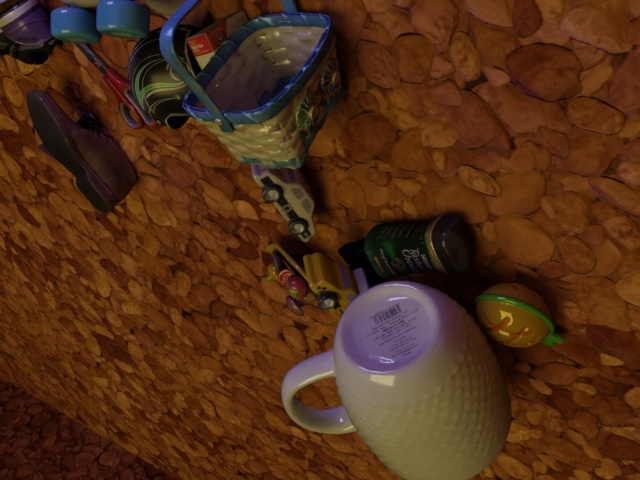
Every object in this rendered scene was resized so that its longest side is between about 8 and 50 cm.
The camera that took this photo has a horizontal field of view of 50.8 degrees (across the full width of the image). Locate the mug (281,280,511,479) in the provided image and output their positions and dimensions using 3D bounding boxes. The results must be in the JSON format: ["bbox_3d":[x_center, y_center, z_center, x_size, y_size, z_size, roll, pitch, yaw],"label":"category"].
[{"bbox_3d":[0.116,0.241,1.155,0.374,0.276,0.328,-18,138,12],"label":"mug"}]

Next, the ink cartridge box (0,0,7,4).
[{"bbox_3d":[-0.784,-0.493,1.392,0.353,0.207,0.119,-1,126,40],"label":"ink cartridge box"}]

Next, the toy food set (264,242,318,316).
[{"bbox_3d":[-0.057,0.091,1.356,0.218,0.071,0.128,42,170,47],"label":"toy food set"}]

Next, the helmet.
[{"bbox_3d":[-0.253,-0.284,1.173,0.161,0.169,0.169,-11,119,28],"label":"helmet"}]

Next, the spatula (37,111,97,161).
[{"bbox_3d":[-0.597,-0.243,1.605,0.084,0.030,0.296,34,144,-27],"label":"spatula"}]

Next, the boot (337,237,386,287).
[{"bbox_3d":[0.093,0.047,1.282,0.121,0.045,0.099,-14,114,55],"label":"boot"}]

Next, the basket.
[{"bbox_3d":[-0.091,-0.267,0.987,0.201,0.255,0.289,8,149,38],"label":"basket"}]

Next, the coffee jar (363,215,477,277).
[{"bbox_3d":[0.170,0.012,1.155,0.184,0.079,0.096,-8,120,44],"label":"coffee jar"}]

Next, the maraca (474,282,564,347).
[{"bbox_3d":[0.331,0.133,1.123,0.127,0.099,0.185,8,156,47],"label":"maraca"}]

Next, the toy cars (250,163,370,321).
[{"bbox_3d":[0.000,0.000,1.230,0.087,0.176,0.394,-28,90,11],"label":"toy cars"}]

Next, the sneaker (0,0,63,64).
[{"bbox_3d":[-0.656,-0.419,1.441,0.283,0.107,0.124,0,135,44],"label":"sneaker"}]

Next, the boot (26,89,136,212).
[{"bbox_3d":[-0.534,-0.216,1.515,0.112,0.115,0.305,0,129,49],"label":"boot"}]

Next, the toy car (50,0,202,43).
[{"bbox_3d":[-0.264,-0.403,1.023,0.210,0.238,0.219,7,97,34],"label":"toy car"}]

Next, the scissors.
[{"bbox_3d":[-0.437,-0.353,1.383,0.109,0.021,0.297,-13,116,49],"label":"scissors"}]

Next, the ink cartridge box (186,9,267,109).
[{"bbox_3d":[-0.144,-0.294,1.117,0.056,0.099,0.135,1,126,43],"label":"ink cartridge box"}]
